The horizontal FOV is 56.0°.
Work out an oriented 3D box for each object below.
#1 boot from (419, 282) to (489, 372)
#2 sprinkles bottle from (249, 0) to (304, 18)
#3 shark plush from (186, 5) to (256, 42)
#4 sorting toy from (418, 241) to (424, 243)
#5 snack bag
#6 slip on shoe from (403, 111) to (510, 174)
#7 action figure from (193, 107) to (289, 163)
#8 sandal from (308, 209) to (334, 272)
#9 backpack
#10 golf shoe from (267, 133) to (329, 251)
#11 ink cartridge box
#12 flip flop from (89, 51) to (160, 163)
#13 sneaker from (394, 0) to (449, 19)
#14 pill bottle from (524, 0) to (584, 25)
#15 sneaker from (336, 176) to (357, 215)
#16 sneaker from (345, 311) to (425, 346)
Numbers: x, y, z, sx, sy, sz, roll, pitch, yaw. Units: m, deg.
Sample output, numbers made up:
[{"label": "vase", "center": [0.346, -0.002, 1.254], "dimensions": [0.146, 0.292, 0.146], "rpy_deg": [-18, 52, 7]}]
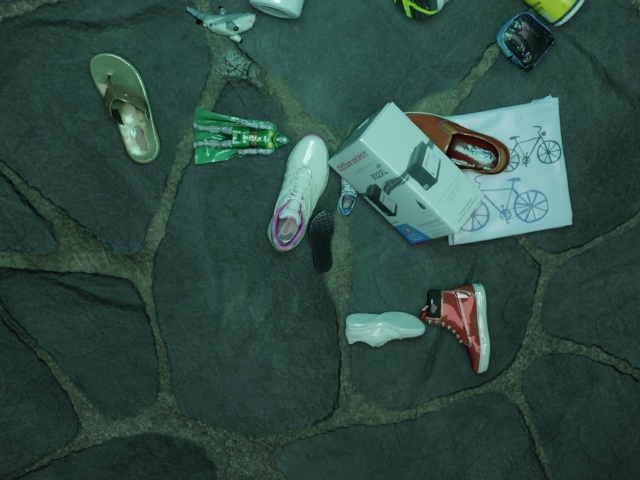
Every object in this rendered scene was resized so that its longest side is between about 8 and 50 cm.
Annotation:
[{"label": "boot", "center": [0.357, 0.244, 1.618], "dimensions": [0.176, 0.088, 0.244], "rpy_deg": [-8, 96, 0]}, {"label": "sprinkles bottle", "center": [-0.059, -0.684, 1.329], "dimensions": [0.121, 0.121, 0.355], "rpy_deg": [14, 98, -6]}, {"label": "shark plush", "center": [-0.237, -0.524, 1.432], "dimensions": [0.161, 0.073, 0.067], "rpy_deg": [14, 84, 15]}, {"label": "sorting toy", "center": [0.235, -0.034, 1.569], "dimensions": [0.061, 0.042, 0.102], "rpy_deg": [-30, 92, -10]}, {"label": "snack bag", "center": [0.463, -0.175, 1.536], "dimensions": [0.323, 0.037, 0.343], "rpy_deg": [-10, 99, 1]}, {"label": "slip on shoe", "center": [0.293, -0.235, 1.457], "dimensions": [0.331, 0.101, 0.123], "rpy_deg": [19, 106, 14]}, {"label": "action figure", "center": [-0.194, -0.254, 1.485], "dimensions": [0.232, 0.063, 0.137], "rpy_deg": [1, 101, -6]}, {"label": "sandal", "center": [0.000, 0.000, 1.564], "dimensions": [0.067, 0.040, 0.179], "rpy_deg": [-7, 120, -11]}, {"label": "backpack", "center": [0.479, -0.478, 1.436], "dimensions": [0.114, 0.084, 0.105], "rpy_deg": [38, 99, -16]}, {"label": "golf shoe", "center": [-0.049, -0.110, 1.485], "dimensions": [0.115, 0.140, 0.306], "rpy_deg": [15, 102, -4]}, {"label": "ink cartridge box", "center": [0.194, -0.148, 1.423], "dimensions": [0.307, 0.223, 0.129], "rpy_deg": [43, 73, -10]}, {"label": "flip flop", "center": [-0.467, -0.316, 1.446], "dimensions": [0.112, 0.080, 0.277], "rpy_deg": [-16, 104, 2]}, {"label": "sneaker", "center": [0.172, -0.690, 1.366], "dimensions": [0.147, 0.145, 0.385], "rpy_deg": [-40, 101, -24]}, {"label": "pill bottle", "center": [0.517, -0.594, 1.398], "dimensions": [0.184, 0.103, 0.103], "rpy_deg": [35, 100, -10]}, {"label": "sneaker", "center": [0.076, -0.125, 1.526], "dimensions": [0.052, 0.058, 0.135], "rpy_deg": [7, 103, -4]}, {"label": "sneaker", "center": [0.173, 0.249, 1.625], "dimensions": [0.212, 0.080, 0.094], "rpy_deg": [2, 116, 4]}]
